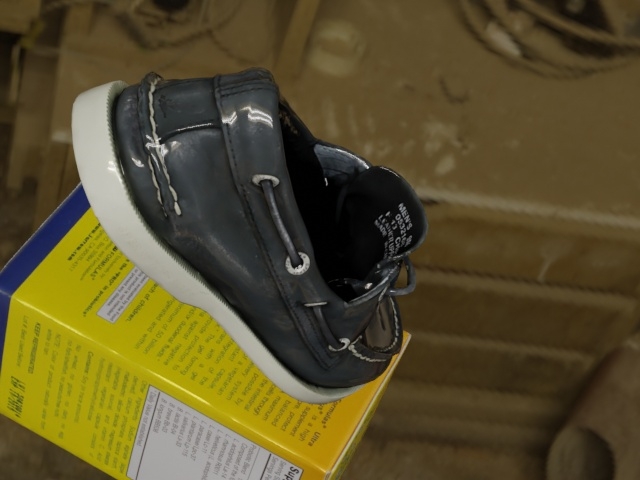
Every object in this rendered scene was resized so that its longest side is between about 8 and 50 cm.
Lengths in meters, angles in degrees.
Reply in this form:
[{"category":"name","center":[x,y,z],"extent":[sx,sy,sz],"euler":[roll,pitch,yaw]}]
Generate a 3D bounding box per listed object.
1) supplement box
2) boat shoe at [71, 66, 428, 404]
[{"category":"supplement box","center":[-0.127,0.123,1.396],"extent":[0.356,0.194,0.195],"euler":[28,48,7]},{"category":"boat shoe","center":[-0.001,-0.004,0.783],"extent":[0.113,0.340,0.127],"euler":[-20,58,16]}]
